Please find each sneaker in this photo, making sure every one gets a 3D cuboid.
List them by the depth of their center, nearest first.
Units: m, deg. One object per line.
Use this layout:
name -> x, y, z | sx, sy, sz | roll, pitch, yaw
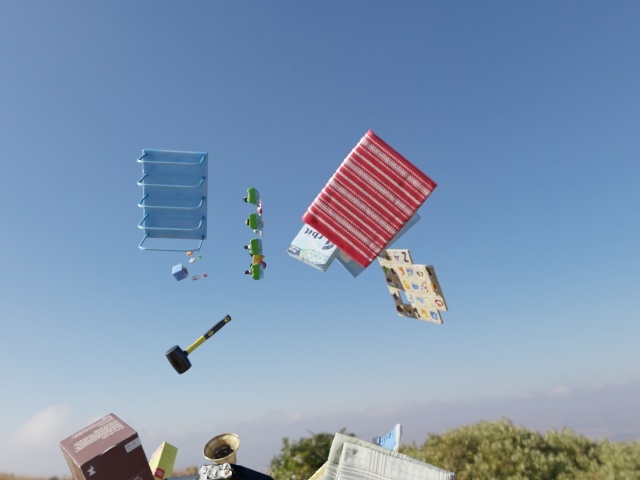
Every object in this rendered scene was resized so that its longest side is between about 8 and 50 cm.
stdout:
sneaker -> 0.202, 0.620, 1.690 | 0.085, 0.058, 0.152 | 13, -60, 12

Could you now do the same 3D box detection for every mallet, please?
mallet -> -0.273, 0.241, 1.285 | 0.039, 0.062, 0.190 | -21, 7, 46

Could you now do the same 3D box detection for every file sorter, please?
file sorter -> -0.271, -0.072, 1.004 | 0.118, 0.170, 0.104 | 2, 18, -7

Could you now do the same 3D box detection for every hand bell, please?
hand bell -> -0.308, 0.795, 1.870 | 0.126, 0.242, 0.126 | -10, 20, 4

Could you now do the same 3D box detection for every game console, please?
game console -> -0.262, 0.622, 1.387 | 0.361, 0.044, 0.213 | -20, -45, 33

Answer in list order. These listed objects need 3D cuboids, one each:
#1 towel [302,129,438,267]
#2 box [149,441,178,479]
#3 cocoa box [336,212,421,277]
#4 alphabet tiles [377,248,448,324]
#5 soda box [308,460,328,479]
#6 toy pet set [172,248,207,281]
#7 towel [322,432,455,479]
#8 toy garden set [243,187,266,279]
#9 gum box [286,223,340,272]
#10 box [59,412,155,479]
towel -> 0.106, -0.086, 1.248 | 0.275, 0.199, 0.031 | -51, 3, 26
box -> -0.514, 0.751, 1.722 | 0.058, 0.232, 0.087 | 36, -70, -16
cocoa box -> 0.166, -0.074, 2.126 | 0.347, 0.231, 0.228 | -43, 17, 6
alphabet tiles -> 0.233, 0.114, 1.401 | 0.009, 0.198, 0.237 | -24, 9, -23
soda box -> -0.004, 0.849, 1.906 | 0.181, 0.061, 0.058 | -46, -35, 3
toy pet set -> -0.525, 0.104, 2.168 | 0.114, 0.122, 0.065 | -22, -11, 8
towel -> 0.137, 0.662, 1.317 | 0.324, 0.312, 0.056 | 11, -7, 24
toy garden set -> -0.190, -0.014, 1.543 | 0.049, 0.244, 0.204 | -3, -2, 0
gum box -> 0.000, 0.000, 1.886 | 0.157, 0.184, 0.041 | 24, -23, 28
box -> -0.608, 0.627, 1.560 | 0.168, 0.167, 0.203 | -25, 18, -36
